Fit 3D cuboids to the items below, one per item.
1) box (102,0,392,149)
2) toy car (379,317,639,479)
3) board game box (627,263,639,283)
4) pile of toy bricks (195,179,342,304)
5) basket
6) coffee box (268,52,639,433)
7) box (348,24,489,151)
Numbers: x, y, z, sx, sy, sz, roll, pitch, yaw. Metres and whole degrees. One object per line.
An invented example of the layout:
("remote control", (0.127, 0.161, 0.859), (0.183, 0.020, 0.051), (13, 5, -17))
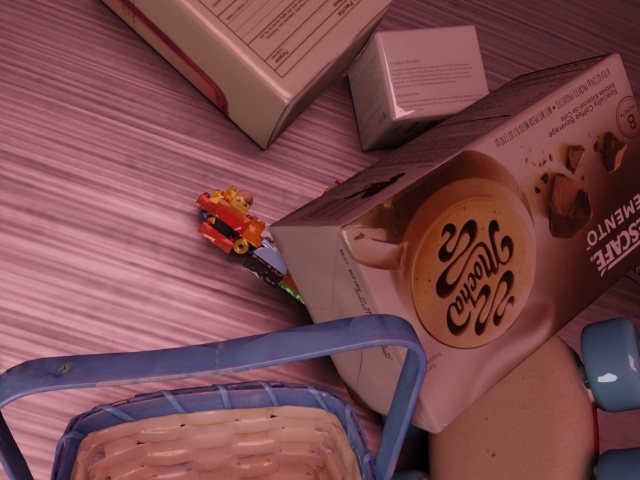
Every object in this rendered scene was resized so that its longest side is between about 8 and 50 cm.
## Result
("box", (-0.077, -0.224, 0.700), (0.232, 0.127, 0.149), (43, 71, -2))
("toy car", (0.190, 0.209, 0.668), (0.238, 0.219, 0.210), (51, 34, -41))
("board game box", (0.427, 0.008, 0.683), (0.308, 0.302, 0.086), (35, 72, -5))
("pile of toy bricks", (0.000, 0.000, 0.667), (0.212, 0.118, 0.105), (36, 91, -7))
("basket", (-0.064, 0.173, 0.525), (0.254, 0.289, 0.201), (-6, 36, -10))
("coffee box", (0.132, -0.009, 0.622), (0.297, 0.118, 0.168), (-32, 106, -25))
("box", (0.091, -0.143, 0.738), (0.101, 0.102, 0.087), (-8, 82, -15))
